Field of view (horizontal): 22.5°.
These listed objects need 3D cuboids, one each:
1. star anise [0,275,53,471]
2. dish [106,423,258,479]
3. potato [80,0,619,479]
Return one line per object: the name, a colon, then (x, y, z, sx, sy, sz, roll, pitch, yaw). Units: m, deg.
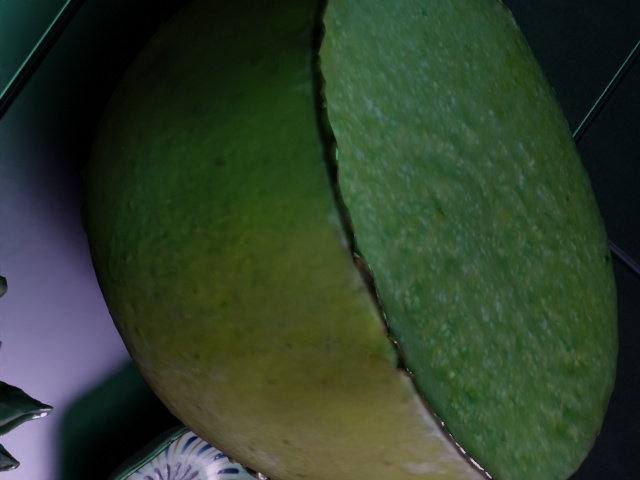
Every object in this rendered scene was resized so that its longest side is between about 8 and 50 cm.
star anise: (-0.303, 0.125, 1.212, 0.231, 0.089, 0.209, -40, 139, -5)
dish: (-0.124, 0.227, 1.386, 0.190, 0.066, 0.191, -16, 120, -29)
potato: (0.000, 0.000, 1.242, 0.442, 0.319, 0.385, 61, 33, -26)
